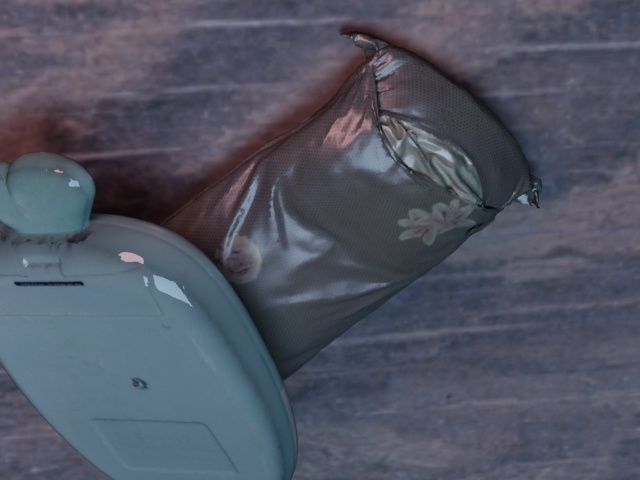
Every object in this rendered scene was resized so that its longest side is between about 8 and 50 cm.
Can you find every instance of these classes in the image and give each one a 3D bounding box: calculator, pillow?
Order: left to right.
[{"bbox_3d":[-0.116,0.064,1.161,0.184,0.042,0.295,-1,134,30],"label":"calculator"},{"bbox_3d":[0.000,0.000,1.168,0.255,0.059,0.169,-39,123,20],"label":"pillow"}]
